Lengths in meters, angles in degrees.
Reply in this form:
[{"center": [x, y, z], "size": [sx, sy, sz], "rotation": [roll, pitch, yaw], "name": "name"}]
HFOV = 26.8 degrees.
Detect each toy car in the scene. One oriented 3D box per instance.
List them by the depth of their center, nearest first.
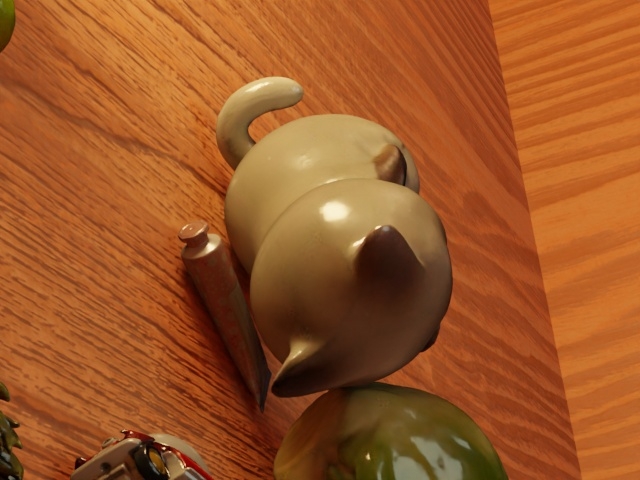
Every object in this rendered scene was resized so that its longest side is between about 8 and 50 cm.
[{"center": [-0.130, 0.199, 1.057], "size": [0.139, 0.112, 0.112], "rotation": [55, 10, -20], "name": "toy car"}]

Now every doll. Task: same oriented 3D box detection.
[{"center": [0.016, 0.004, 1.347], "size": [0.226, 0.215, 0.370], "rotation": [30, 17, -30], "name": "doll"}]

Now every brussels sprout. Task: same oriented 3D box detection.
[{"center": [0.071, 0.278, 1.318], "size": [0.294, 0.227, 0.259], "rotation": [51, 28, -13], "name": "brussels sprout"}]

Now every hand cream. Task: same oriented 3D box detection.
[{"center": [-0.089, 0.074, 1.344], "size": [0.067, 0.043, 0.209], "rotation": [-83, 154, -57], "name": "hand cream"}]

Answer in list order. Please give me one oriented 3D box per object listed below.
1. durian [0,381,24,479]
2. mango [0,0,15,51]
[{"center": [-0.264, 0.123, 0.712], "size": [0.163, 0.198, 0.394], "rotation": [-55, 136, -29], "name": "durian"}, {"center": [-0.297, -0.183, 0.893], "size": [0.233, 0.111, 0.125], "rotation": [37, 36, -57], "name": "mango"}]
